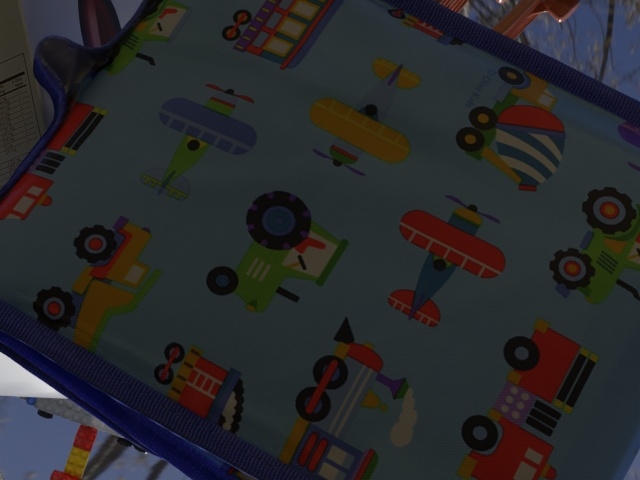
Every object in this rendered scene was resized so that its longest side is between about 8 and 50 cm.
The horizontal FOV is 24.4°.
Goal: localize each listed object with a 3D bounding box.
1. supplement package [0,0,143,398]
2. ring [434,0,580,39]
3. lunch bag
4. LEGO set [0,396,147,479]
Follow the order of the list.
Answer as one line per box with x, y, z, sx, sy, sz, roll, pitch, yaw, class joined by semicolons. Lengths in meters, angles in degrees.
-0.143;-0.036;0.775;0.149;0.194;0.203;-22;-107;24;supplement package
0.129;-0.154;0.906;0.336;0.336;0.032;-44;-97;7;ring
0.000;0.000;0.625;0.293;0.138;0.221;33;-111;1;lunch bag
-0.222;0.108;1.080;0.244;0.060;0.182;-28;-85;2;LEGO set
